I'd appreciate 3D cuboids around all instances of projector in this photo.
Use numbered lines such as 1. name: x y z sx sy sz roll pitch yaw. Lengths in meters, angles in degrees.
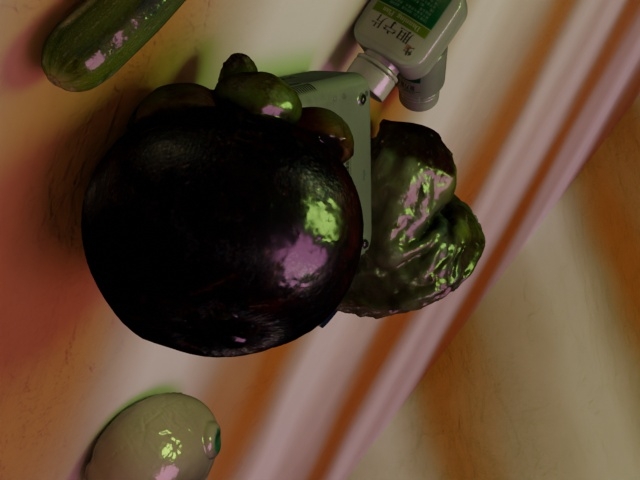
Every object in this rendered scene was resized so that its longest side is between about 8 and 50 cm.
1. projector: -0.022 -0.078 1.240 0.198 0.108 0.250 -24 119 -55

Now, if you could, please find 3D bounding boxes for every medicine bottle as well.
1. medicine bottle: 0.154 -0.263 1.525 0.080 0.080 0.130 -49 159 -21
2. medicine bottle: 0.110 -0.280 1.338 0.183 0.119 0.069 -55 160 2

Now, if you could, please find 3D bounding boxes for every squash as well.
1. squash: -0.162 -0.219 0.882 0.229 0.066 0.066 -52 160 -17

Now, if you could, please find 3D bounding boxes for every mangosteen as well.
1. mangosteen: -0.103 -0.027 1.031 0.300 0.300 0.300 -47 158 -25

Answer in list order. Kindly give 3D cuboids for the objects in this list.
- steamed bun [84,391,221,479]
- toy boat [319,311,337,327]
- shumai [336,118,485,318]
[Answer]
1. steamed bun: -0.230 0.320 1.449 0.228 0.130 0.177 -9 128 -62
2. toy boat: 0.044 0.050 1.782 0.046 0.080 0.229 37 85 -36
3. shumai: 0.105 -0.055 1.594 0.309 0.304 0.263 -96 173 -61
